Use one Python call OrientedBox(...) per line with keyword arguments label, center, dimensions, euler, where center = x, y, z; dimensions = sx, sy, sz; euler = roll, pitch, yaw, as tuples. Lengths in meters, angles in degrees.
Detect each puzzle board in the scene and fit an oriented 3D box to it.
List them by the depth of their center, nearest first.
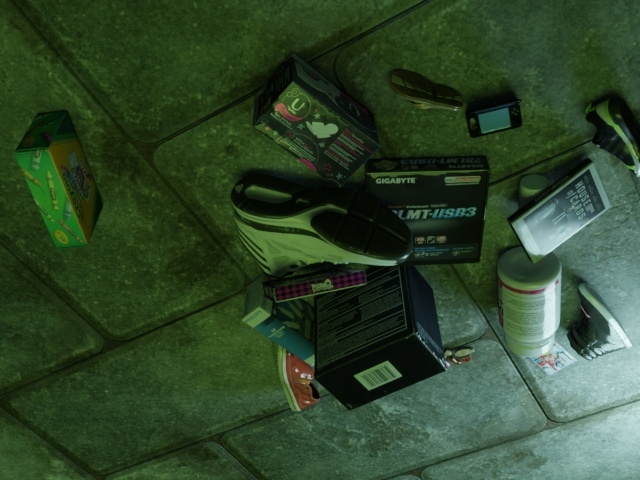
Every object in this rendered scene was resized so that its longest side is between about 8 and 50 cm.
OrientedBox(label="puzzle board", center=(0.686, 0.350, 2.243), dimensions=(0.096, 0.011, 0.128), euler=(-37, 121, 27))

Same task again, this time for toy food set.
OrientedBox(label="toy food set", center=(0.394, 0.347, 2.242), dimensions=(0.122, 0.019, 0.077), euler=(-7, 129, -3))

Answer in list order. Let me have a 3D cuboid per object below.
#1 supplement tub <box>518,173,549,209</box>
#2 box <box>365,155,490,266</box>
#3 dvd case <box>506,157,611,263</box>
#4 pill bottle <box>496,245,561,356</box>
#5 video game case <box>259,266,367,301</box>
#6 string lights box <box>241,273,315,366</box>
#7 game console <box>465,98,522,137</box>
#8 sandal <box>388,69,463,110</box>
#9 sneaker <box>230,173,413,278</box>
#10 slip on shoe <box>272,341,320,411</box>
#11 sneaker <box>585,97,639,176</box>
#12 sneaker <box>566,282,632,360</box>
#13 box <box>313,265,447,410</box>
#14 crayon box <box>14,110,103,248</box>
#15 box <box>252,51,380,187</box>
OrientedBox(label="supplement tub", center=(0.519, -0.099, 1.841), dimensions=(0.071, 0.071, 0.107), euler=(-5, 130, 5))
OrientedBox(label="box", center=(0.257, -0.068, 1.872), dimensions=(0.296, 0.073, 0.293), euler=(-1, 130, 1))
OrientedBox(label="dvd case", center=(0.579, -0.068, 1.827), dimensions=(0.239, 0.029, 0.179), euler=(-37, 132, 4))
OrientedBox(label="pill bottle", center=(0.552, 0.167, 2.000), dimensions=(0.161, 0.160, 0.283), euler=(-8, 128, 7))
OrientedBox(label="video game case", center=(-0.024, 0.108, 1.905), dimensions=(0.232, 0.210, 0.041), euler=(-11, 93, -13))
OrientedBox(label="string lights box", center=(-0.090, 0.220, 2.068), dimensions=(0.260, 0.133, 0.077), euler=(37, 123, -26))
OrientedBox(label="game console", center=(0.393, -0.273, 1.700), dimensions=(0.122, 0.071, 0.107), euler=(-12, 128, 11))
OrientedBox(label="sandal", center=(0.230, -0.321, 1.675), dimensions=(0.180, 0.072, 0.049), euler=(15, 149, -16))
OrientedBox(label="sneaker", center=(0.000, -0.001, 1.862), dimensions=(0.448, 0.169, 0.257), euler=(18, 145, 9))
OrientedBox(label="slip on shoe", center=(-0.074, 0.382, 2.219), dimensions=(0.101, 0.123, 0.331), euler=(-17, 132, -1))
OrientedBox(label="sneaker", center=(0.680, -0.237, 1.739), dimensions=(0.097, 0.084, 0.234), euler=(-10, 132, 40))
OrientedBox(label="sneaker", center=(0.742, 0.238, 2.089), dimensions=(0.147, 0.104, 0.296), euler=(-32, 127, 18))
OrientedBox(label="box", center=(0.149, 0.239, 1.977), dimensions=(0.296, 0.294, 0.182), euler=(-27, 126, 21))
OrientedBox(label="crayon box", center=(-0.603, -0.139, 1.761), dimensions=(0.081, 0.165, 0.278), euler=(-5, 129, 5))
OrientedBox(label="box", center=(-0.008, -0.266, 1.653), dimensions=(0.247, 0.163, 0.142), euler=(34, 118, -24))
